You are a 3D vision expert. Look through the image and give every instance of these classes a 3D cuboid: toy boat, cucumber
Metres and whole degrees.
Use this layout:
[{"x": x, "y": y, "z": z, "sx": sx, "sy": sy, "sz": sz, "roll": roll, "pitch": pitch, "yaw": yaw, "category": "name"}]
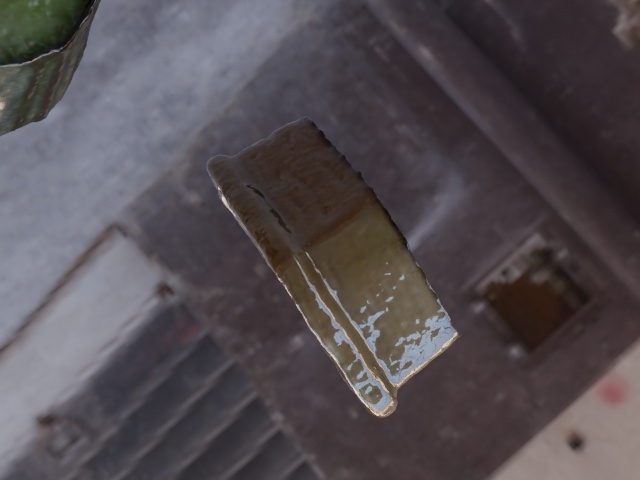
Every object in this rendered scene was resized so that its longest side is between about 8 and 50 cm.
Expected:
[{"x": 0.000, "y": 0.000, "z": 0.819, "sx": 0.061, "sy": 0.188, "sz": 0.116, "roll": -35, "pitch": 119, "yaw": -2, "category": "toy boat"}, {"x": -0.138, "y": -0.100, "z": 0.749, "sx": 0.116, "sy": 0.062, "sz": 0.115, "roll": -53, "pitch": -175, "yaw": -20, "category": "cucumber"}]
